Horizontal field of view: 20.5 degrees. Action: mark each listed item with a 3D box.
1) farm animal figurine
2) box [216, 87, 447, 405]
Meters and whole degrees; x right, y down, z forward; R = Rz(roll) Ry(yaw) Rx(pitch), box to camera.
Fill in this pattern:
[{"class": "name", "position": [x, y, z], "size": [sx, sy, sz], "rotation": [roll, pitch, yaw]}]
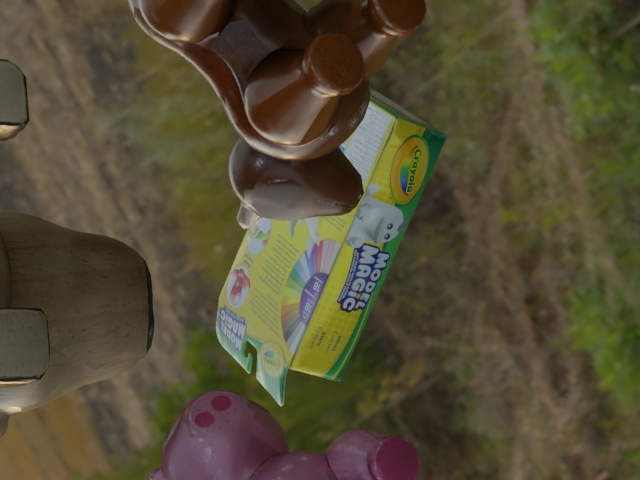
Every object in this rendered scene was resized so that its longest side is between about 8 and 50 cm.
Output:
[{"class": "farm animal figurine", "position": [-0.116, 0.041, 0.519], "size": [0.326, 0.330, 0.172], "rotation": [19, 157, -23]}, {"class": "box", "position": [0.000, 0.000, 1.025], "size": [0.043, 0.179, 0.105], "rotation": [18, -167, -33]}]
